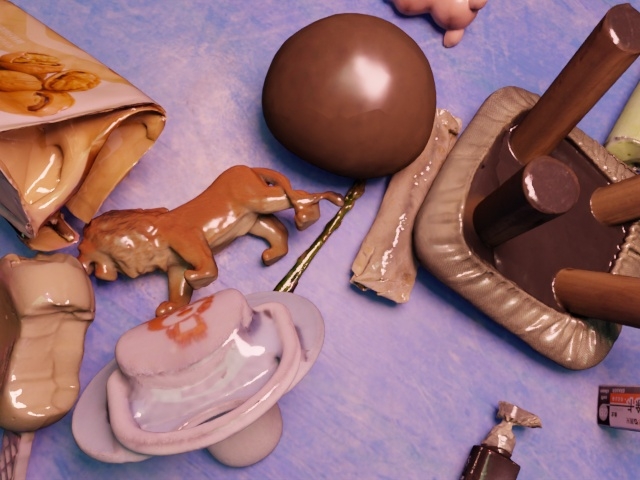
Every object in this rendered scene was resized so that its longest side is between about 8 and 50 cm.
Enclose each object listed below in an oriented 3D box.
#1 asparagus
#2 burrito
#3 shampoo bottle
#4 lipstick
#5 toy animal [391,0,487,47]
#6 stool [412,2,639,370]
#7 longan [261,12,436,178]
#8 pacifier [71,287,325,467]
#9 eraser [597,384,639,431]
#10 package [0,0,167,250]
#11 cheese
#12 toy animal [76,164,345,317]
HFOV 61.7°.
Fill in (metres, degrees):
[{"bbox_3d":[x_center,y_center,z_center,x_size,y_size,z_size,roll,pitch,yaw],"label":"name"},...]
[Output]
[{"bbox_3d":[0.000,0.000,0.696,0.233,0.023,0.022,-54,131,-15],"label":"asparagus"},{"bbox_3d":[0.119,-0.052,0.703,0.082,0.059,0.275,24,75,-7],"label":"burrito"},{"bbox_3d":[0.194,0.290,0.624,0.063,0.057,0.208,27,75,1],"label":"shampoo bottle"},{"bbox_3d":[0.508,-0.230,0.783,0.076,0.076,0.304,35,74,3],"label":"lipstick"},{"bbox_3d":[0.164,-0.347,0.773,0.150,0.083,0.089,24,87,12],"label":"toy animal"},{"bbox_3d":[0.313,-0.042,0.616,0.310,0.226,0.310,34,72,-5],"label":"stool"},{"bbox_3d":[0.035,-0.176,0.658,0.220,0.196,0.196,25,74,13],"label":"longan"},{"bbox_3d":[-0.112,0.173,0.579,0.279,0.227,0.207,-23,120,-9],"label":"pacifier"},{"bbox_3d":[0.372,0.199,0.634,0.029,0.122,0.052,10,74,0],"label":"eraser"},{"bbox_3d":[-0.364,-0.141,0.617,0.311,0.165,0.221,35,39,21],"label":"package"},{"bbox_3d":[-0.311,0.155,0.570,0.082,0.163,0.286,6,91,-46],"label":"cheese"},{"bbox_3d":[-0.143,-0.018,0.650,0.312,0.097,0.157,-30,75,-14],"label":"toy animal"}]
